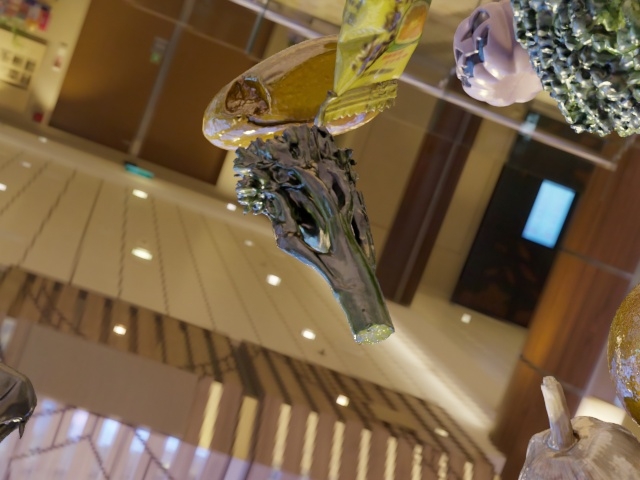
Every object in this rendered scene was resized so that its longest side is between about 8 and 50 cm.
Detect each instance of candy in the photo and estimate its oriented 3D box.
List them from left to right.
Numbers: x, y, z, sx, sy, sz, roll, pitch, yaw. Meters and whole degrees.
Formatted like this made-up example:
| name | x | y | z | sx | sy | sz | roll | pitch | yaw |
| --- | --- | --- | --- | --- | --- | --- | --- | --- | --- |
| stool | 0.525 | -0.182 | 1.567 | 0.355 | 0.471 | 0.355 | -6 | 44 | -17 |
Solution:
| name | x | y | z | sx | sy | sz | roll | pitch | yaw |
| --- | --- | --- | --- | --- | --- | --- | --- | --- | --- |
| candy | 0.076 | -0.270 | 1.113 | 0.081 | 0.297 | 0.187 | 33 | -150 | 22 |

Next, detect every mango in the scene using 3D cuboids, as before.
| name | x | y | z | sx | sy | sz | roll | pitch | yaw |
| --- | --- | --- | --- | --- | --- | --- | --- | --- | --- |
| mango | -0.031 | -0.192 | 1.345 | 0.261 | 0.130 | 0.167 | -20 | 179 | -20 |

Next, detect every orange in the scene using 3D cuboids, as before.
| name | x | y | z | sx | sy | sz | roll | pitch | yaw |
| --- | --- | --- | --- | --- | --- | --- | --- | --- | --- |
| orange | 0.533 | 0.163 | 1.394 | 0.274 | 0.274 | 0.274 | 20 | -175 | -2 |

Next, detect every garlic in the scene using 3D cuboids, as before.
| name | x | y | z | sx | sy | sz | roll | pitch | yaw |
| --- | --- | --- | --- | --- | --- | --- | --- | --- | --- |
| garlic | 0.351 | 0.291 | 1.396 | 0.226 | 0.199 | 0.199 | 65 | 168 | -20 |

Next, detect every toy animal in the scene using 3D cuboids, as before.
| name | x | y | z | sx | sy | sz | roll | pitch | yaw |
| --- | --- | --- | --- | --- | --- | --- | --- | --- | --- |
| toy animal | -0.557 | 0.233 | 1.583 | 0.245 | 0.146 | 0.114 | 37 | 152 | 1 |

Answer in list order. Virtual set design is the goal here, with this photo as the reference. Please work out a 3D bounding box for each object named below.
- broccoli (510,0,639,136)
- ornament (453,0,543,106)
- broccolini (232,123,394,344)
| name | x | y | z | sx | sy | sz | roll | pitch | yaw |
| --- | --- | --- | --- | --- | --- | --- | --- | --- | --- |
| broccoli | 0.273 | -0.226 | 0.832 | 0.177 | 0.275 | 0.198 | 23 | 157 | 35 |
| ornament | 0.304 | -0.314 | 1.647 | 0.177 | 0.178 | 0.177 | 20 | -175 | -2 |
| broccolini | 0.007 | -0.016 | 0.608 | 0.091 | 0.068 | 0.203 | 4 | -156 | -26 |
